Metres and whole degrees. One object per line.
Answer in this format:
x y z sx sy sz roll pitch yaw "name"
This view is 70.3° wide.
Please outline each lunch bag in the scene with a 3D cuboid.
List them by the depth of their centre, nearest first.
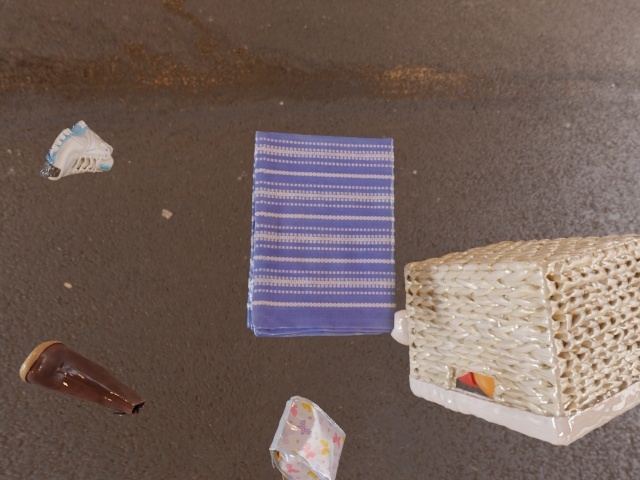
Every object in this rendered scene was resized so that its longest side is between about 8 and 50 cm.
-0.018 0.225 0.504 0.083 0.053 0.071 51 32 -20 "lunch bag"

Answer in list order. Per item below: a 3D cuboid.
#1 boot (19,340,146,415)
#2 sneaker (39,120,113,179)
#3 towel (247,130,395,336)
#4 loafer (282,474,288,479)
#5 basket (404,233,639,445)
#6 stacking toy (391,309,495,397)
-0.476 0.295 0.944 0.206 0.248 0.090 25 69 2 "boot"
-0.381 -0.137 0.734 0.083 0.071 0.191 33 19 -23 "sneaker"
0.006 -0.013 0.745 0.243 0.040 0.336 2 83 -7 "towel"
-0.049 0.452 0.859 0.056 0.050 0.148 -37 116 -52 "loafer"
0.365 0.146 0.820 0.331 0.328 0.267 -10 92 -30 "basket"
0.430 0.294 1.409 0.479 0.351 0.351 9 55 37 "stacking toy"
